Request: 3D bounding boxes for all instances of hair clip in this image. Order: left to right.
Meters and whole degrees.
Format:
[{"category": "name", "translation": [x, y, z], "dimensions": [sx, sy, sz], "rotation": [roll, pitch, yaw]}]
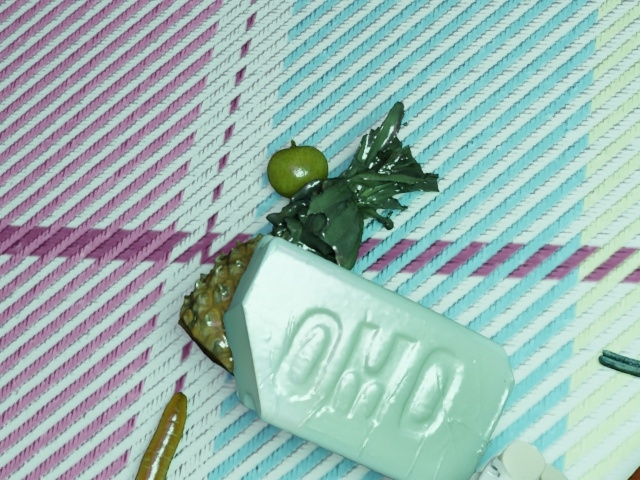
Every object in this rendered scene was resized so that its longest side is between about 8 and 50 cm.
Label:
[{"category": "hair clip", "translation": [0.401, 0.129, 1.137], "dimensions": [0.229, 0.039, 0.070], "rotation": [-4, 69, 18]}]

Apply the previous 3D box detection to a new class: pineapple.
[{"category": "pineapple", "translation": [-0.002, -0.001, 1.254], "dimensions": [0.165, 0.165, 0.364], "rotation": [37, 82, 27]}]

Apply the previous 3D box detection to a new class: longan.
[{"category": "longan", "translation": [-0.028, -0.089, 1.348], "dimensions": [0.075, 0.075, 0.083], "rotation": [-12, 61, 13]}]

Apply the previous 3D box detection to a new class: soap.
[{"category": "soap", "translation": [0.039, 0.130, 1.135], "dimensions": [0.289, 0.095, 0.173], "rotation": [26, 86, -10]}]

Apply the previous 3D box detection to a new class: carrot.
[{"category": "carrot", "translation": [-0.199, 0.289, 1.264], "dimensions": [0.043, 0.043, 0.248], "rotation": [12, 71, 22]}]

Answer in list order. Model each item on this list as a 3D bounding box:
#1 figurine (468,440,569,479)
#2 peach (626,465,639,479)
[{"category": "figurine", "translation": [0.136, 0.322, 1.065], "dimensions": [0.257, 0.182, 0.144], "rotation": [-54, 14, 33]}, {"category": "peach", "translation": [0.367, 0.286, 0.992], "dimensions": [0.361, 0.201, 0.258], "rotation": [-28, 64, 6]}]
